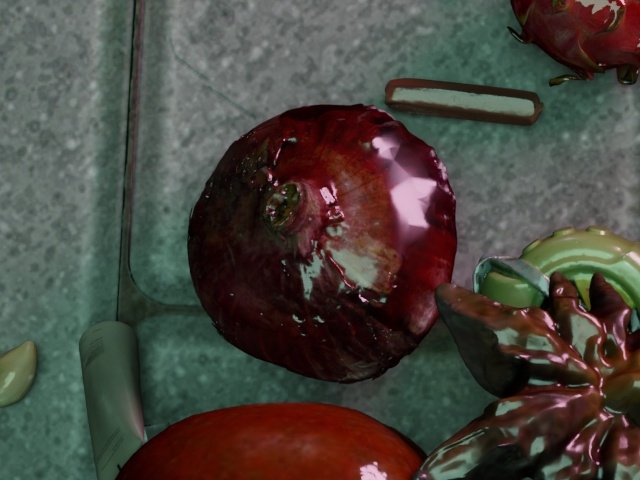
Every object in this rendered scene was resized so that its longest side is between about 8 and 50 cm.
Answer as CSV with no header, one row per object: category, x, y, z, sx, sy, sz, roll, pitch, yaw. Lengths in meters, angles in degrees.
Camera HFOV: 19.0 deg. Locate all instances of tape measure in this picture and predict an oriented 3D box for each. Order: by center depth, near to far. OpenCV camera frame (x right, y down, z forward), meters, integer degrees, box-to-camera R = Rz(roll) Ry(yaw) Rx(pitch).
tape measure,0.232,0.076,1.680,0.175,0.106,0.200,-32,86,11

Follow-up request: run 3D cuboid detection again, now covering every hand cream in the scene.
hand cream,-0.184,0.143,1.706,0.054,0.186,0.087,16,128,-26

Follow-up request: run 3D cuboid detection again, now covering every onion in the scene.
onion,0.000,0.000,1.657,0.252,0.219,0.252,-3,77,11

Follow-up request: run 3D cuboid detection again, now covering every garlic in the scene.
garlic,-0.299,0.128,1.770,0.083,0.041,0.053,-17,79,12

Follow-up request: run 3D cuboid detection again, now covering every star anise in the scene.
star anise,0.242,0.134,1.553,0.349,0.109,0.292,28,76,3

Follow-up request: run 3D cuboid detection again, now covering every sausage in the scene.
sausage,0.131,-0.127,1.743,0.147,0.035,0.030,8,67,5

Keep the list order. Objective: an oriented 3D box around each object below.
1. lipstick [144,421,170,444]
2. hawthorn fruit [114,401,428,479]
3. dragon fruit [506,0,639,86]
lipstick,-0.139,0.296,1.727,0.059,0.059,0.264,-13,84,5
hawthorn fruit,-0.025,0.263,1.597,0.311,0.295,0.295,27,89,-16
dragon fruit,0.243,-0.208,1.696,0.166,0.133,0.136,31,132,9
